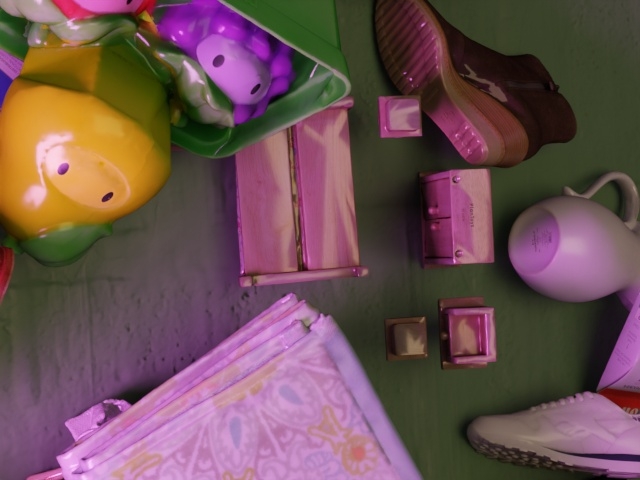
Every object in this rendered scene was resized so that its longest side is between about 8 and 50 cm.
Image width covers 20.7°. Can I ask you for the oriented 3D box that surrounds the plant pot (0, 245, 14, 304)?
[{"bbox_3d":[-0.458,0.057,1.565,0.265,0.272,0.272,32,73,-17],"label":"plant pot"}]

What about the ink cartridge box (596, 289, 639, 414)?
[{"bbox_3d":[0.430,0.175,2.150,0.181,0.056,0.224,10,109,-30],"label":"ink cartridge box"}]

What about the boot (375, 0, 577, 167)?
[{"bbox_3d":[0.182,-0.199,2.057,0.207,0.090,0.248,-20,77,-50],"label":"boot"}]

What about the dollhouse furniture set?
[{"bbox_3d":[0.000,0.000,1.949,0.356,0.174,0.303,-3,89,-8],"label":"dollhouse furniture set"}]

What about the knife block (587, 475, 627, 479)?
[{"bbox_3d":[0.277,0.342,2.101,0.276,0.242,0.088,-7,92,14],"label":"knife block"}]

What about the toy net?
[{"bbox_3d":[-0.250,0.263,1.760,0.122,0.045,0.232,29,77,16],"label":"toy net"}]

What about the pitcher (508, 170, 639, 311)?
[{"bbox_3d":[0.322,-0.009,2.114,0.207,0.125,0.177,11,67,-41],"label":"pitcher"}]

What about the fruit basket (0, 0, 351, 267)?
[{"bbox_3d":[-0.187,-0.164,1.671,0.392,0.283,0.392,16,64,-36],"label":"fruit basket"}]

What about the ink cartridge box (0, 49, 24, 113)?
[{"bbox_3d":[-0.296,-0.270,1.770,0.186,0.065,0.311,42,66,-26],"label":"ink cartridge box"}]

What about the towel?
[{"bbox_3d":[-0.051,0.284,1.787,0.320,0.090,0.374,-33,105,-18],"label":"towel"}]

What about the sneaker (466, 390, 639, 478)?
[{"bbox_3d":[0.288,0.224,2.082,0.235,0.090,0.094,9,78,-11],"label":"sneaker"}]
